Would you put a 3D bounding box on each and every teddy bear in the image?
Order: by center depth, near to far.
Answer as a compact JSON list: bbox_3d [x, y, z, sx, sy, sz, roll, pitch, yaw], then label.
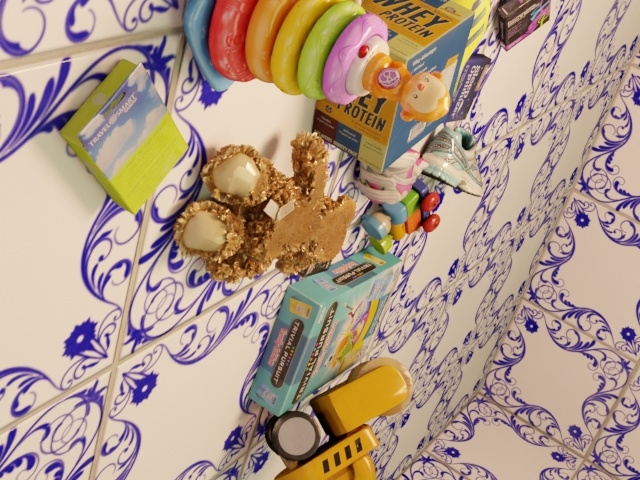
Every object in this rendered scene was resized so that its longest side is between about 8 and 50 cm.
[{"bbox_3d":[-0.084,-0.044,1.390,0.338,0.113,0.245,-13,124,-52],"label":"teddy bear"}]

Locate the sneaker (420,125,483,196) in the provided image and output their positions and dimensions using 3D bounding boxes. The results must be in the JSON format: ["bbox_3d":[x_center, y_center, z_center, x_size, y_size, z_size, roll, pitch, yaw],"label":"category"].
[{"bbox_3d":[0.298,-0.169,2.047,0.122,0.110,0.283,-66,159,7],"label":"sneaker"}]

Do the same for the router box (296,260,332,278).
[{"bbox_3d":[0.000,0.000,1.695,0.092,0.038,0.123,-15,132,-62],"label":"router box"}]

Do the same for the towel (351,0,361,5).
[{"bbox_3d":[0.040,-0.341,1.190,0.144,0.029,0.197,95,-8,-46],"label":"towel"}]

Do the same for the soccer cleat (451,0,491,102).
[{"bbox_3d":[0.206,-0.331,1.648,0.121,0.093,0.289,-24,140,-46],"label":"soccer cleat"}]

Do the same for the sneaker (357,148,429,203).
[{"bbox_3d":[0.117,-0.118,1.711,0.111,0.103,0.252,-62,158,3],"label":"sneaker"}]

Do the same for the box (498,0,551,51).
[{"bbox_3d":[0.412,-0.455,1.960,0.116,0.029,0.162,-36,161,1],"label":"box"}]

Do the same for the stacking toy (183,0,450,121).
[{"bbox_3d":[0.011,-0.209,1.074,0.175,0.301,0.166,-52,158,-15],"label":"stacking toy"}]

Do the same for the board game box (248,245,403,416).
[{"bbox_3d":[0.017,0.168,1.901,0.336,0.079,0.254,-24,140,-57],"label":"board game box"}]

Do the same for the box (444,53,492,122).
[{"bbox_3d":[0.274,-0.301,1.916,0.225,0.036,0.136,-21,137,-60],"label":"box"}]

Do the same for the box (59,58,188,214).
[{"bbox_3d":[-0.212,-0.114,1.061,0.109,0.042,0.178,-54,158,-15],"label":"box"}]

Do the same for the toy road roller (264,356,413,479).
[{"bbox_3d":[0.057,0.401,1.926,0.329,0.241,0.202,-29,176,-12],"label":"toy road roller"}]

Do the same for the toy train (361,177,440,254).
[{"bbox_3d":[0.156,-0.025,1.941,0.143,0.105,0.248,-43,155,-13],"label":"toy train"}]

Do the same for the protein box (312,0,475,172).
[{"bbox_3d":[0.109,-0.252,1.467,0.200,0.136,0.201,-40,152,-40],"label":"protein box"}]
